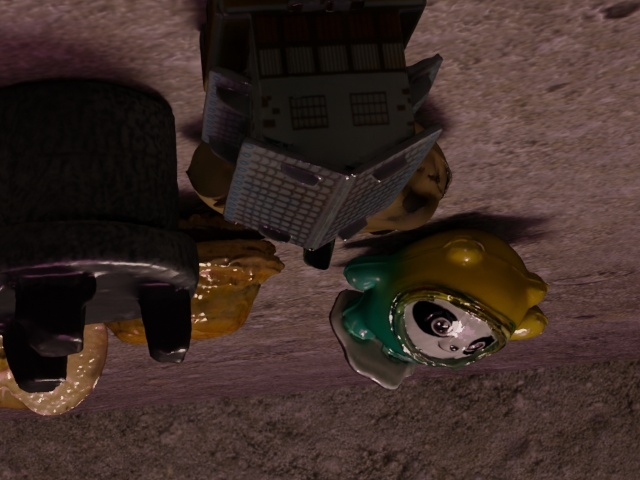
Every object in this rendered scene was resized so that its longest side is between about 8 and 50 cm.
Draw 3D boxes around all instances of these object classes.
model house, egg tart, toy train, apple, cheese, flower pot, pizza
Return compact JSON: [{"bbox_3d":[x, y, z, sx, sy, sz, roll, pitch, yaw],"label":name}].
[{"bbox_3d":[-0.006,-0.121,1.093,0.198,0.215,0.224,-2,165,-10],"label":"model house"},{"bbox_3d":[-0.205,0.078,1.769,0.319,0.128,0.319,-7,171,-1],"label":"egg tart"},{"bbox_3d":[0.000,0.000,1.894,0.044,0.042,0.209,17,166,3],"label":"toy train"},{"bbox_3d":[-0.485,0.137,1.909,0.293,0.251,0.163,-1,-162,-19],"label":"apple"},{"bbox_3d":[0.027,-0.077,1.474,0.259,0.128,0.316,-10,161,44],"label":"cheese"},{"bbox_3d":[-0.281,0.005,1.322,0.299,0.283,0.299,-7,166,-2],"label":"flower pot"},{"bbox_3d":[-0.169,-0.015,1.780,0.176,0.036,0.185,7,162,-37],"label":"pizza"}]

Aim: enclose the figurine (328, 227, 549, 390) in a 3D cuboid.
[{"bbox_3d":[0.194,0.099,2.044,0.323,0.231,0.340,32,139,-27],"label":"figurine"}]
